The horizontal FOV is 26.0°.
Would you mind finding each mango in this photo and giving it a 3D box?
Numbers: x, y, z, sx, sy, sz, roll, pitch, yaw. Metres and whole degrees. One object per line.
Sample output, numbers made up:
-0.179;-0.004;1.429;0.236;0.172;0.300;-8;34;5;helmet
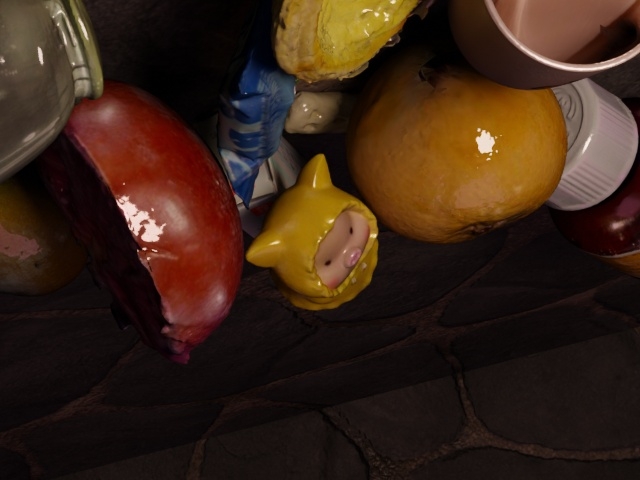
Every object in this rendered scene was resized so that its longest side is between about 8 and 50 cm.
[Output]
-0.401;-0.021;1.664;0.192;0.146;0.316;-9;160;23;mango

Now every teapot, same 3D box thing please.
-0.326;-0.196;1.216;0.239;0.322;0.239;-25;-155;-19;teapot

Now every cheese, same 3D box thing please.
0.039;-0.160;1.748;0.194;0.043;0.065;0;158;-35;cheese

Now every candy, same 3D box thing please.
-0.061;-0.173;1.446;0.077;0.187;0.331;12;161;-2;candy

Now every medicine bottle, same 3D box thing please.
0.404;-0.104;1.907;0.242;0.243;0.395;-25;146;28;medicine bottle

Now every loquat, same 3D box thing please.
0.160;-0.112;1.642;0.263;0.263;0.263;-13;161;-4;loquat

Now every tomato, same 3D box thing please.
-0.177;-0.036;1.536;0.176;0.335;0.289;-30;-176;-16;tomato

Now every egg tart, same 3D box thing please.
0.041;-0.269;1.287;0.279;0.095;0.279;-41;159;-19;egg tart

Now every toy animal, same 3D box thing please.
-0.003;0.004;1.650;0.156;0.156;0.230;-16;158;5;toy animal

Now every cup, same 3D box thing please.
0.254;-0.261;1.378;0.252;0.192;0.200;-27;-179;-7;cup

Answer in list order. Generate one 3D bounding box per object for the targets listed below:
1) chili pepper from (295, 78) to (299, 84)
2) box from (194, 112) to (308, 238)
-0.034;-0.199;1.609;0.022;0.027;0.083;-9;162;-4;chili pepper
-0.068;-0.072;1.787;0.079;0.135;0.269;-21;161;10;box
